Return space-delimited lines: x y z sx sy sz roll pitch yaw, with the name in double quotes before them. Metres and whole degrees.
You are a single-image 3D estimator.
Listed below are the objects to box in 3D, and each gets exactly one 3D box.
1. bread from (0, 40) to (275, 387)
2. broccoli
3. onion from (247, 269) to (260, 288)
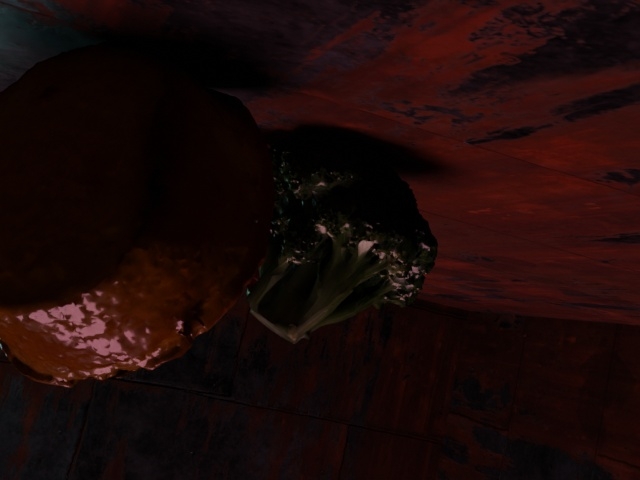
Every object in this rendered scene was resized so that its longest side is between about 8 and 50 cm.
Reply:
"bread" -0.224 -0.041 0.966 0.336 0.358 0.204 -9 148 14
"broccoli" 0.000 0.000 1.233 0.307 0.275 0.308 34 162 12
"onion" -0.054 0.006 1.613 0.221 0.281 0.281 -41 145 24
